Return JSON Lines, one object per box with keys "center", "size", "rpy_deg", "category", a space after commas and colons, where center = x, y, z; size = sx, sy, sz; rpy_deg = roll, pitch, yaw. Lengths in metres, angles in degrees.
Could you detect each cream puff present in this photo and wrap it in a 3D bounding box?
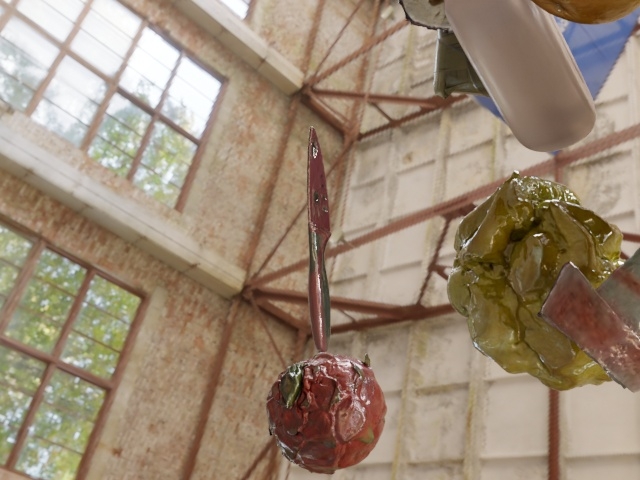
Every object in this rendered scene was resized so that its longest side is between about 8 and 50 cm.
{"center": [0.361, 0.045, 1.122], "size": [0.324, 0.290, 0.257], "rpy_deg": [-110, -163, -52], "category": "cream puff"}

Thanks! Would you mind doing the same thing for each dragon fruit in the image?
{"center": [0.013, 0.347, 1.485], "size": [0.299, 0.244, 0.245], "rpy_deg": [92, 5, -53], "category": "dragon fruit"}

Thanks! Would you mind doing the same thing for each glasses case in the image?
{"center": [0.267, -0.239, 0.972], "size": [0.113, 0.297, 0.075], "rpy_deg": [-19, -144, 31], "category": "glasses case"}

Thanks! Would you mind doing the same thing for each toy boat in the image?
{"center": [0.436, 0.047, 0.935], "size": [0.282, 0.206, 0.096], "rpy_deg": [-51, 169, 6], "category": "toy boat"}

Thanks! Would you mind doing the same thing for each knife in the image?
{"center": [0.000, 0.000, 0.805], "size": [0.018, 0.035, 0.248], "rpy_deg": [1, -86, 43], "category": "knife"}

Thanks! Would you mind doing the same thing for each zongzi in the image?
{"center": [0.281, -0.332, 1.119], "size": [0.220, 0.242, 0.112], "rpy_deg": [15, -147, 31], "category": "zongzi"}

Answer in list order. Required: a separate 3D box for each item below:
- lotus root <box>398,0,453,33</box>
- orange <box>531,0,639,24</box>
{"center": [0.190, -0.423, 0.955], "size": [0.272, 0.272, 0.192], "rpy_deg": [-32, -118, 35], "category": "lotus root"}
{"center": [0.276, -0.302, 0.759], "size": [0.136, 0.158, 0.159], "rpy_deg": [-63, -151, 7], "category": "orange"}
